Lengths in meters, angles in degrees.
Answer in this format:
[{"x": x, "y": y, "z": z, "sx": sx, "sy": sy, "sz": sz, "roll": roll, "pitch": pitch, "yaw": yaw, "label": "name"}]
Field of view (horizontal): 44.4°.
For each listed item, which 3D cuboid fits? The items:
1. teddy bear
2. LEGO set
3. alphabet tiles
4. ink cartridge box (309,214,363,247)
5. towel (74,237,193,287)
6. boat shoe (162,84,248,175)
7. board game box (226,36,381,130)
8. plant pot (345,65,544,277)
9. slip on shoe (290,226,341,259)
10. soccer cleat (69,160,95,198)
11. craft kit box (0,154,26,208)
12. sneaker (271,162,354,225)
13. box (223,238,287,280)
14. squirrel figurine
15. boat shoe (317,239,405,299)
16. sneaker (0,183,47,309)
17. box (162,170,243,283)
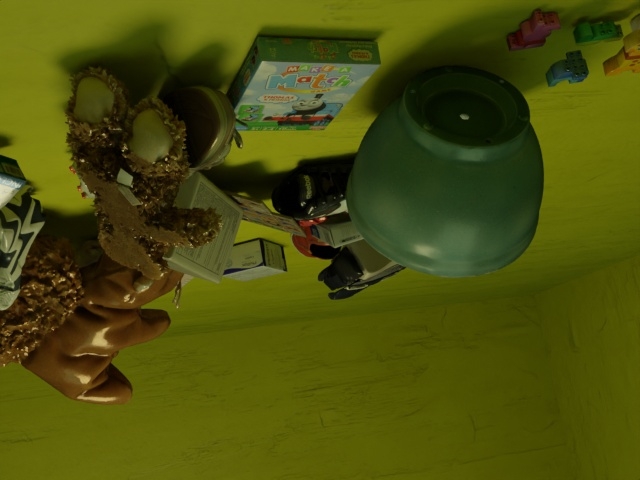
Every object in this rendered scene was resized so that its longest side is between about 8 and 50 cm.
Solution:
[{"x": -0.239, "y": -0.089, "z": 1.046, "sx": 0.245, "sy": 0.113, "sz": 0.338, "roll": 16, "pitch": 143, "yaw": 22, "label": "teddy bear"}, {"x": 0.369, "y": -0.257, "z": 1.002, "sx": 0.227, "sy": 0.087, "sz": 0.093, "roll": -9, "pitch": 167, "yaw": -4, "label": "LEGO set"}, {"x": -0.138, "y": -0.057, "z": 1.482, "sx": 0.198, "sy": 0.009, "sz": 0.237, "roll": 16, "pitch": 172, "yaw": 12, "label": "alphabet tiles"}, {"x": 0.103, "y": -0.047, "z": 1.555, "sx": 0.224, "sy": 0.045, "sz": 0.223, "roll": -18, "pitch": -171, "yaw": -8, "label": "ink cartridge box"}, {"x": -0.431, "y": 0.056, "z": 1.846, "sx": 0.317, "sy": 0.053, "sz": 0.332, "roll": -2, "pitch": 163, "yaw": -28, "label": "towel"}, {"x": -0.170, "y": -0.149, "z": 1.091, "sx": 0.089, "sy": 0.105, "sz": 0.285, "roll": -20, "pitch": -178, "yaw": -27, "label": "boat shoe"}, {"x": -0.035, "y": -0.204, "z": 1.055, "sx": 0.160, "sy": 0.039, "sz": 0.211, "roll": -3, "pitch": 165, "yaw": -21, "label": "board game box"}, {"x": 0.190, "y": -0.122, "z": 1.123, "sx": 0.293, "sy": 0.293, "sz": 0.196, "roll": -7, "pitch": 139, "yaw": -11, "label": "plant pot"}, {"x": 0.000, "y": 0.000, "z": 1.808, "sx": 0.123, "sy": 0.101, "sz": 0.331, "roll": -9, "pitch": 168, "yaw": -9, "label": "slip on shoe"}, {"x": -0.344, "y": -0.096, "z": 1.268, "sx": 0.076, "sy": 0.068, "sz": 0.196, "roll": -24, "pitch": 168, "yaw": -2, "label": "soccer cleat"}, {"x": -0.578, "y": -0.045, "z": 1.062, "sx": 0.246, "sy": 0.061, "sz": 0.250, "roll": -45, "pitch": 150, "yaw": 14, "label": "craft kit box"}, {"x": 0.029, "y": -0.094, "z": 1.431, "sx": 0.276, "sy": 0.098, "sz": 0.135, "roll": -14, "pitch": 168, "yaw": 25, "label": "sneaker"}, {"x": -0.171, "y": 0.051, "z": 1.965, "sx": 0.126, "sy": 0.072, "sz": 0.137, "roll": -14, "pitch": 167, "yaw": 20, "label": "box"}, {"x": -0.460, "y": 0.107, "z": 1.515, "sx": 0.397, "sy": 0.281, "sz": 0.370, "roll": 15, "pitch": 136, "yaw": -42, "label": "squirrel figurine"}, {"x": 0.138, "y": 0.031, "z": 1.818, "sx": 0.340, "sy": 0.127, "sz": 0.158, "roll": -18, "pitch": 163, "yaw": -42, "label": "boat shoe"}, {"x": -0.520, "y": 0.001, "z": 1.324, "sx": 0.094, "sy": 0.153, "sz": 0.235, "roll": 18, "pitch": 133, "yaw": 6, "label": "sneaker"}, {"x": -0.240, "y": -0.030, "z": 1.329, "sx": 0.126, "sy": 0.149, "sz": 0.232, "roll": 15, "pitch": 171, "yaw": 15, "label": "box"}]
